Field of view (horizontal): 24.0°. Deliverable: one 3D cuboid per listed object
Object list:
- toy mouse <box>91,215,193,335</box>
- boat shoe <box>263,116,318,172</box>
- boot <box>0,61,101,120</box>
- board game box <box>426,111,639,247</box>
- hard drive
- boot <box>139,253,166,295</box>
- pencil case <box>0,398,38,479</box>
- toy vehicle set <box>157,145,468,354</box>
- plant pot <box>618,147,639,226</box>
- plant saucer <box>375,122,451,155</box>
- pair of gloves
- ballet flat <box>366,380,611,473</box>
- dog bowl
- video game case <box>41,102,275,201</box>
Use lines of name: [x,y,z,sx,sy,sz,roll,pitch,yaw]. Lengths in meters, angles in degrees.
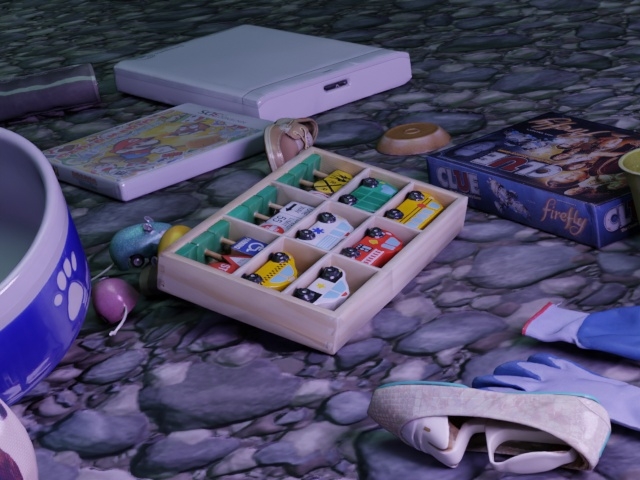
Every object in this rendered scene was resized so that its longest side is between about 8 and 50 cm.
toy mouse: [-0.169,0.022,1.320,0.143,0.031,0.161,-7,40,42]
boat shoe: [-0.031,-0.109,1.637,0.045,0.050,0.135,-10,20,12]
boot: [-0.394,-0.181,1.966,0.209,0.076,0.189,-4,22,-5]
board game box: [0.237,-0.062,1.416,0.165,0.042,0.243,-21,24,-28]
hard drive: [-0.083,-0.219,1.953,0.233,0.047,0.353,-22,24,-31]
boot: [-0.118,0.033,1.326,0.087,0.042,0.118,-14,23,10]
pencil case: [-0.258,0.200,0.733,0.160,0.183,0.410,-7,20,6]
toy vehicle set: [0.000,0.000,1.295,0.166,0.035,0.267,19,30,21]
plant pot: [0.295,-0.032,1.260,0.083,0.079,0.083,-8,21,3]
plant saucer: [0.101,-0.113,1.644,0.083,0.015,0.083,-8,20,3]
pair of gloves: [0.200,0.089,1.064,0.159,0.023,0.198,8,27,33]
ballet flat: [0.102,0.123,0.975,0.168,0.057,0.052,-2,50,25]
dog bowl: [-0.320,0.030,1.186,0.265,0.104,0.265,-8,43,8]
video game case: [-0.186,-0.106,1.728,0.227,0.026,0.206,-23,25,-33]
